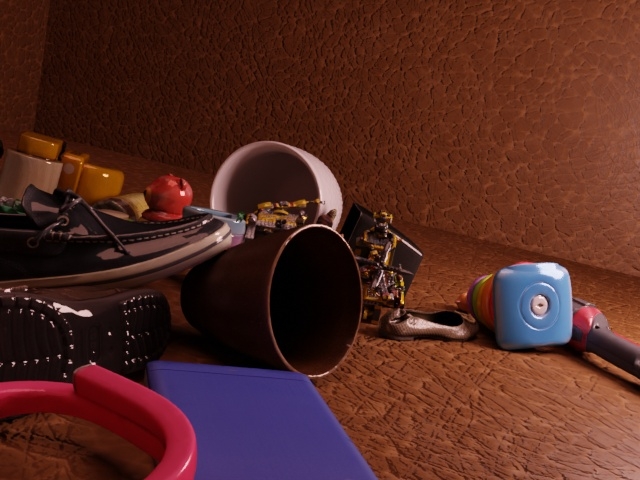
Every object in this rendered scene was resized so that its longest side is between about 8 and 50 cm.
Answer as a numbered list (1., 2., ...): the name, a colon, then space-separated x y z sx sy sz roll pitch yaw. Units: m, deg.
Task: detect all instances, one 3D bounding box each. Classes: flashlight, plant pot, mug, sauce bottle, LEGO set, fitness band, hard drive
1. flashlight: 0.575 0.205 1.466 0.103 0.103 0.304 48 -8 -30
2. plant pot: 0.116 0.044 1.673 0.166 0.188 0.188 23 8 -7
3. mug: -0.128 -0.078 1.931 0.373 0.276 0.328 -18 -4 15
4. sauce bottle: -0.432 -0.057 1.817 0.111 0.112 0.344 12 8 7
5. LEGO set: 0.000 0.000 1.319 0.331 0.192 0.255 13 39 6
6. fitness band: -0.235 0.181 0.662 0.290 0.054 0.209 13 20 38
7. hard drive: -0.074 0.211 0.832 0.210 0.040 0.318 8 10 -18
8. plant pot: -0.093 0.085 1.147 0.230 0.216 0.215 -1 0 38

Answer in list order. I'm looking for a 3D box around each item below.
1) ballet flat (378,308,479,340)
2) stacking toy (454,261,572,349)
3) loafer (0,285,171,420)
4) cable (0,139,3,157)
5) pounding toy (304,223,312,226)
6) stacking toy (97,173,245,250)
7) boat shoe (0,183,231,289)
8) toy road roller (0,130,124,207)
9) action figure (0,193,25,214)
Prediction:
1. ballet flat: 0.211 0.151 1.463 0.249 0.058 0.084 4 12 -36
2. stacking toy: 0.370 0.128 1.608 0.175 0.166 0.302 -2 -2 -18
3. loafer: -0.334 0.119 0.889 0.130 0.134 0.366 4 0 30
4. cable: -0.776 -0.159 1.751 0.139 0.072 0.287 -2 -30 -18
5. pounding toy: -0.057 0.048 1.458 0.269 0.155 0.154 19 11 28
6. stacking toy: -0.308 -0.055 1.516 0.308 0.131 0.279 20 9 42
7. boat shoe: -0.375 -0.004 1.097 0.499 0.156 0.187 -6 7 -13
8. toy road roller: -0.578 -0.120 1.744 0.240 0.203 0.329 15 6 -14
9. action figure: -0.528 -0.049 1.398 0.232 0.064 0.137 15 -18 -6
